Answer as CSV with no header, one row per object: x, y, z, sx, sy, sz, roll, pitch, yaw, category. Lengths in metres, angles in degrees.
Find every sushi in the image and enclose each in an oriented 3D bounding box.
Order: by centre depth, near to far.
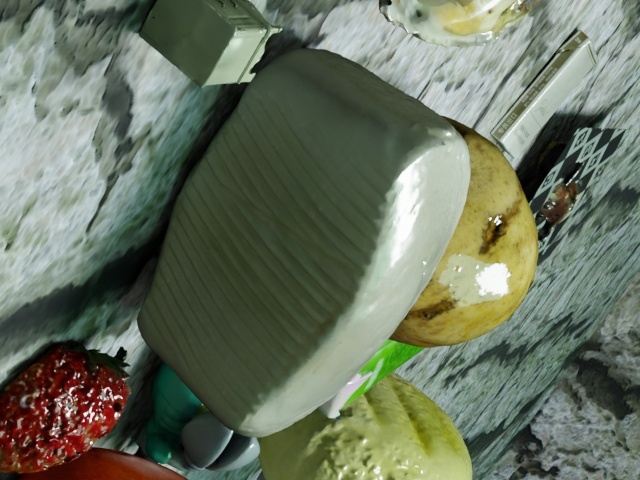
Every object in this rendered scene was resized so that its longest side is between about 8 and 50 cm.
0.375,-0.086,2.397,0.294,0.059,0.292,-58,159,21,sushi

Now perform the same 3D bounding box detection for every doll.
-0.128,0.184,1.711,0.258,0.153,0.195,-36,-148,63,doll

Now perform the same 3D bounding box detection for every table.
-0.090,-0.177,1.214,0.062,0.079,0.083,-57,161,23,table

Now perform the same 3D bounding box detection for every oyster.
0.144,-0.293,1.480,0.275,0.100,0.271,-26,150,-23,oyster

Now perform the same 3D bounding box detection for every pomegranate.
0.120,-0.012,1.695,0.281,0.281,0.281,-42,159,-21,pomegranate

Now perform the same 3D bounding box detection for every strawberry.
-0.267,0.177,1.470,0.192,0.085,0.140,-13,141,-56,strawberry

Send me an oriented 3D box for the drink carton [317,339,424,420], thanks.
0.054,0.102,1.898,0.271,0.161,0.108,-29,152,-44,drink carton

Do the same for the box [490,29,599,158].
0.331,-0.213,2.120,0.198,0.029,0.109,-50,160,4,box

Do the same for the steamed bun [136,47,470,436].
0.001,0.003,1.471,0.236,0.247,0.383,-8,132,-54,steamed bun

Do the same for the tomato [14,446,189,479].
-0.239,0.354,1.609,0.298,0.298,0.226,82,18,-64,tomato

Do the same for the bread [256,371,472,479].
0.061,0.306,2.047,0.237,0.320,0.320,-43,161,10,bread
